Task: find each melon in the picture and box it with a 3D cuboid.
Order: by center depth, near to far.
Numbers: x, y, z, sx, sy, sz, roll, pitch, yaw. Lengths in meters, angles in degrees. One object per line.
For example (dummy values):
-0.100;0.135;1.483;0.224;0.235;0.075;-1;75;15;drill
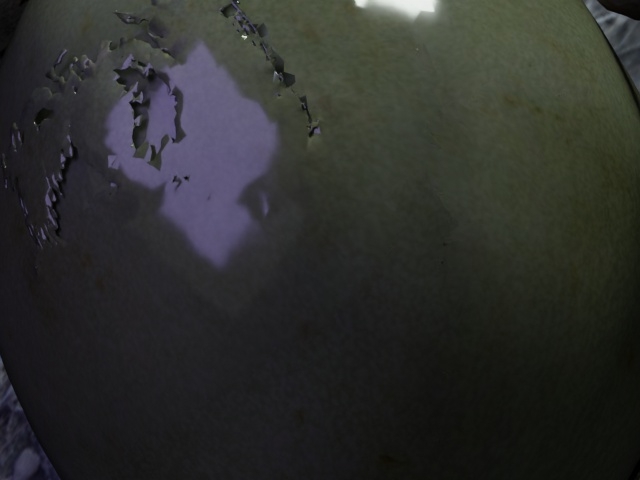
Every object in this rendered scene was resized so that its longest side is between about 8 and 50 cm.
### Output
0.000;0.000;0.594;0.268;0.268;0.330;-35;51;26;melon

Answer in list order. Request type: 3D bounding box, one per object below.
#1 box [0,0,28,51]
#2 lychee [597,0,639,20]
-0.268;-0.294;1.261;0.205;0.051;0.365;-31;45;30;box
0.190;-0.064;0.514;0.197;0.165;0.165;30;87;19;lychee
